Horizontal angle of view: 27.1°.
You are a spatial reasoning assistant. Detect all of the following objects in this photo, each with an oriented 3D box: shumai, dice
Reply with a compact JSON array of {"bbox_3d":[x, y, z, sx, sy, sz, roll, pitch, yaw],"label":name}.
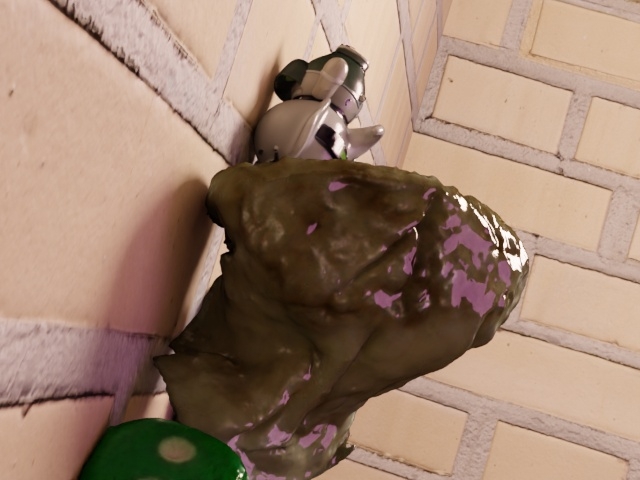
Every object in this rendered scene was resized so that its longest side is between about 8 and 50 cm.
[{"bbox_3d":[0.021,0.091,1.228,0.292,0.329,0.289,158,-58,-67],"label":"shumai"},{"bbox_3d":[-0.136,0.233,1.110,0.120,0.130,0.128,-68,171,-53],"label":"dice"}]

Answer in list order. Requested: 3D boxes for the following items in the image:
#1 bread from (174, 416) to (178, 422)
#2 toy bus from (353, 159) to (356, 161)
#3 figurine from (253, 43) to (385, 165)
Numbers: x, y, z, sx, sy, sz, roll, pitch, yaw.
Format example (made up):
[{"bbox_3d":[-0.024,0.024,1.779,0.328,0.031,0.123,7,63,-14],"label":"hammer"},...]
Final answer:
[{"bbox_3d":[-0.110,0.216,1.443,0.138,0.077,0.361,6,100,-72],"label":"bread"},{"bbox_3d":[0.000,0.000,1.527,0.109,0.091,0.262,-170,-105,-77],"label":"toy bus"},{"bbox_3d":[-0.008,-0.115,1.382,0.192,0.126,0.147,-57,-175,-27],"label":"figurine"}]
